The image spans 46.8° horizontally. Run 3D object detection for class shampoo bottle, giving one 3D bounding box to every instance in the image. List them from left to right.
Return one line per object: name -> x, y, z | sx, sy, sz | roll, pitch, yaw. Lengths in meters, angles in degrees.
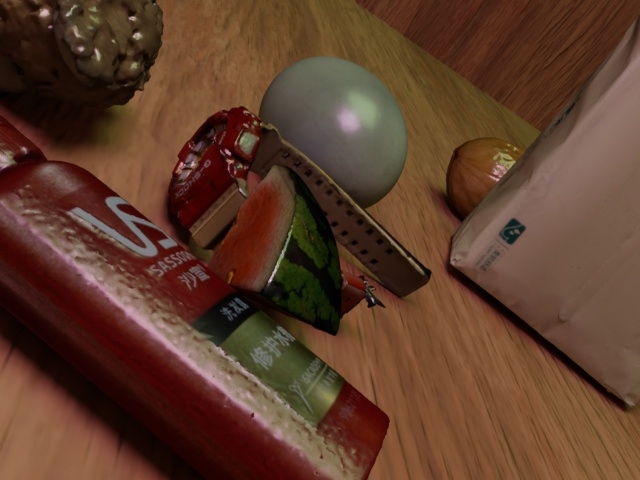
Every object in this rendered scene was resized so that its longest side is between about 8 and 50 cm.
shampoo bottle -> -0.102, 0.037, 0.415 | 0.314, 0.076, 0.118 | 39, 21, 4

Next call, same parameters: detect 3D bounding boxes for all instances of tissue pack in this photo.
tissue pack -> 0.384, -0.043, 0.899 | 0.297, 0.380, 0.207 | 36, 18, -1

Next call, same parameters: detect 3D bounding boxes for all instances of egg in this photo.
egg -> 0.010, -0.112, 0.773 | 0.149, 0.149, 0.192 | 16, 30, -42

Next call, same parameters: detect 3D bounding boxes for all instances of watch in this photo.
watch -> -0.006, -0.001, 0.638 | 0.268, 0.102, 0.165 | 40, 28, -18

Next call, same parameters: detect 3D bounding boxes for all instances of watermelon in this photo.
watermelon -> -0.036, 0.015, 0.494 | 0.094, 0.125, 0.135 | -7, 9, 8

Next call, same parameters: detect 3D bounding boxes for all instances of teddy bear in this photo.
teddy bear -> -0.237, -0.200, 0.573 | 0.256, 0.156, 0.267 | 45, 11, -8

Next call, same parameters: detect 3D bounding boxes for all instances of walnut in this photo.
walnut -> 0.271, -0.074, 1.107 | 0.180, 0.144, 0.144 | 38, 22, -12
